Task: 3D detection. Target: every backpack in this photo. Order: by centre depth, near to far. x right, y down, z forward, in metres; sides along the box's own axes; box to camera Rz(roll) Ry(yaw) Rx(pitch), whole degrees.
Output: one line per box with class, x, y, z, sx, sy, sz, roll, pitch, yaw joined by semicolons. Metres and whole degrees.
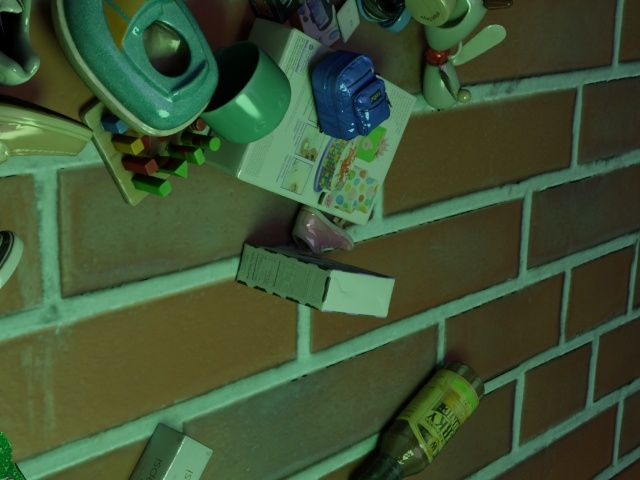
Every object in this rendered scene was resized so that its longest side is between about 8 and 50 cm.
backpack;0.049;-0.224;1.617;0.098;0.101;0.120;-45;133;-34

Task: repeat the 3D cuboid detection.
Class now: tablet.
tablet;0.047;-0.370;1.794;0.083;0.006;0.054;-60;141;-48

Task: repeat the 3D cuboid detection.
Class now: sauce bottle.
sauce bottle;0.193;0.384;2.120;0.344;0.111;0.111;-45;131;-31

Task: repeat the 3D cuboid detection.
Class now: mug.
mug;-0.103;-0.211;1.521;0.097;0.129;0.158;43;47;-37

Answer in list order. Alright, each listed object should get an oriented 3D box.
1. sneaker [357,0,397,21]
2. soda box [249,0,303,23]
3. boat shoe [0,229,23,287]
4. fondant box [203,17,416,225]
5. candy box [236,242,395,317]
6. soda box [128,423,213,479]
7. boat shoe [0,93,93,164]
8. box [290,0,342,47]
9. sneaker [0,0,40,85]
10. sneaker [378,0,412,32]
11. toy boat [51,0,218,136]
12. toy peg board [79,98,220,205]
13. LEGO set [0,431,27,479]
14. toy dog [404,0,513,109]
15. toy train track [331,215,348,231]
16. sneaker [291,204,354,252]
sneaker;0.088;-0.453;1.782;0.067;0.078;0.188;-40;126;-33
soda box;-0.090;-0.408;1.608;0.053;0.060;0.169;-49;133;-26
boat shoe;-0.459;0.056;1.318;0.219;0.078;0.070;-48;134;-25
fondant box;-0.010;-0.180;1.722;0.330;0.096;0.238;19;94;-48
candy box;-0.008;0.064;1.733;0.165;0.196;0.070;10;94;-49
soda box;-0.256;0.398;1.651;0.074;0.069;0.216;42;69;-45
boat shoe;-0.435;-0.122;1.272;0.341;0.121;0.110;4;103;-39
box;-0.010;-0.358;1.738;0.081;0.028;0.136;-43;129;-31
sneaker;-0.394;-0.319;1.253;0.110;0.118;0.292;-29;120;-38
sneaker;0.174;-0.457;1.876;0.090;0.081;0.232;28;79;-43
toy boat;-0.201;-0.312;1.422;0.267;0.148;0.318;50;56;-22
toy peg board;-0.227;-0.153;1.516;0.161;0.079;0.160;-46;132;-30
LEGO set;-0.468;0.409;1.380;0.255;0.192;0.331;-81;153;-42
toy dog;0.255;-0.355;1.863;0.220;0.161;0.333;-61;157;-9
toy train track;0.043;-0.011;1.909;0.048;0.014;0.083;-53;135;-23
sneaker;0.000;0.000;1.836;0.134;0.051;0.070;39;70;-41
